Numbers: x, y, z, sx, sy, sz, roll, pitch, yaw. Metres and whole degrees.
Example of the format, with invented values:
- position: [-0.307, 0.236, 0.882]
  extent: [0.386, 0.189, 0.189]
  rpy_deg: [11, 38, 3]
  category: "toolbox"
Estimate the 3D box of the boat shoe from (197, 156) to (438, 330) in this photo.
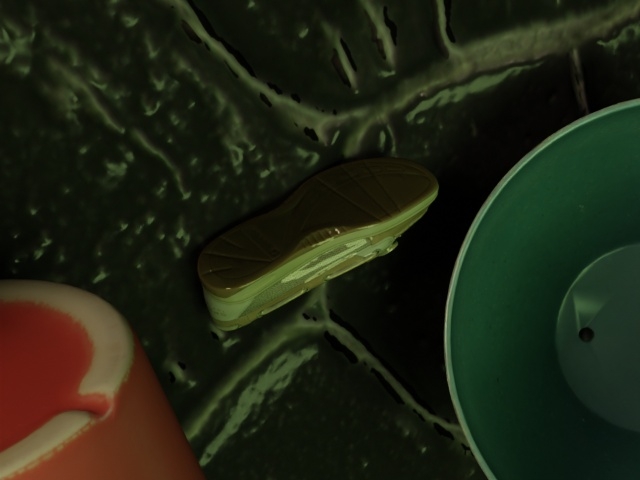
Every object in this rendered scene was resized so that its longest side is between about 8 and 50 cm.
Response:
- position: [0.001, 0.001, 0.797]
  extent: [0.153, 0.056, 0.048]
  rpy_deg: [-30, 142, -21]
  category: "boat shoe"

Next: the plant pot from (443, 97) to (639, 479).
- position: [0.227, 0.063, 0.902]
  extent: [0.290, 0.290, 0.195]
  rpy_deg: [-54, 173, 1]
  category: "plant pot"

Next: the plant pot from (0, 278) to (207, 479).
- position: [-0.153, 0.168, 0.637]
  extent: [0.275, 0.275, 0.243]
  rpy_deg: [-24, 119, -27]
  category: "plant pot"
